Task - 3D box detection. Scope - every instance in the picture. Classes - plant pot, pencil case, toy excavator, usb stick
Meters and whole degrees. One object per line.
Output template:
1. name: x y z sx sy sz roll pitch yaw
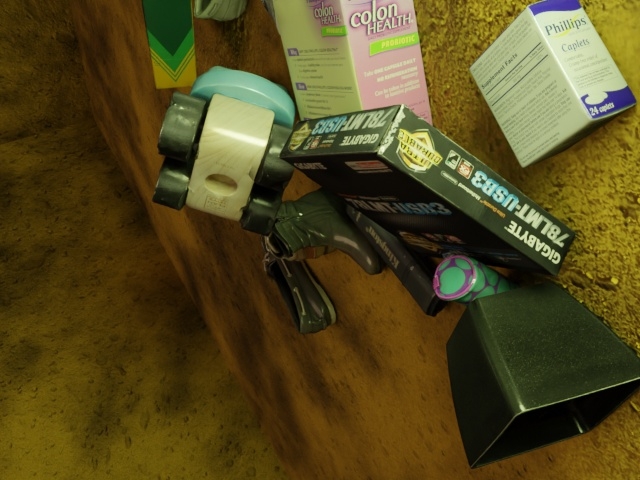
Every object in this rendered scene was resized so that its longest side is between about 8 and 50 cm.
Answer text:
1. plant pot: 0.265 0.162 0.875 0.188 0.188 0.166 101 152 -53
2. pencil case: 0.214 0.065 0.923 0.070 0.152 0.064 -9 68 39
3. toy excavator: -0.158 -0.221 1.320 0.433 0.223 0.444 119 165 -55
4. usb stick: 0.131 0.014 1.196 0.278 0.045 0.077 54 155 31

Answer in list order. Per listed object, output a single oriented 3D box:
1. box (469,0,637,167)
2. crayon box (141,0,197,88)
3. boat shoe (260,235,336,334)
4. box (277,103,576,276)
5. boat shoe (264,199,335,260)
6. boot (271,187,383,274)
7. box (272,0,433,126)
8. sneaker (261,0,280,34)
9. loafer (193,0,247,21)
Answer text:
1. box: 0.246 -0.170 0.738 0.137 0.072 0.126 64 157 8
2. crayon box: -0.339 -0.572 1.478 0.313 0.106 0.362 107 156 -62
3. boat shoe: -0.083 0.092 1.680 0.335 0.096 0.112 52 153 33
4. box: 0.125 -0.062 0.891 0.293 0.073 0.296 30 172 -25
5. boat shoe: -0.080 -0.020 1.562 0.302 0.103 0.113 16 124 63
6. boot: 0.000 0.000 1.325 0.246 0.161 0.083 52 153 34
7. box: 0.048 -0.266 1.038 0.214 0.117 0.242 24 132 59
8. sneaker: -0.081 -0.478 1.183 0.132 0.086 0.228 52 154 38
9. loafer: -0.194 -0.554 1.325 0.112 0.112 0.319 58 156 22
